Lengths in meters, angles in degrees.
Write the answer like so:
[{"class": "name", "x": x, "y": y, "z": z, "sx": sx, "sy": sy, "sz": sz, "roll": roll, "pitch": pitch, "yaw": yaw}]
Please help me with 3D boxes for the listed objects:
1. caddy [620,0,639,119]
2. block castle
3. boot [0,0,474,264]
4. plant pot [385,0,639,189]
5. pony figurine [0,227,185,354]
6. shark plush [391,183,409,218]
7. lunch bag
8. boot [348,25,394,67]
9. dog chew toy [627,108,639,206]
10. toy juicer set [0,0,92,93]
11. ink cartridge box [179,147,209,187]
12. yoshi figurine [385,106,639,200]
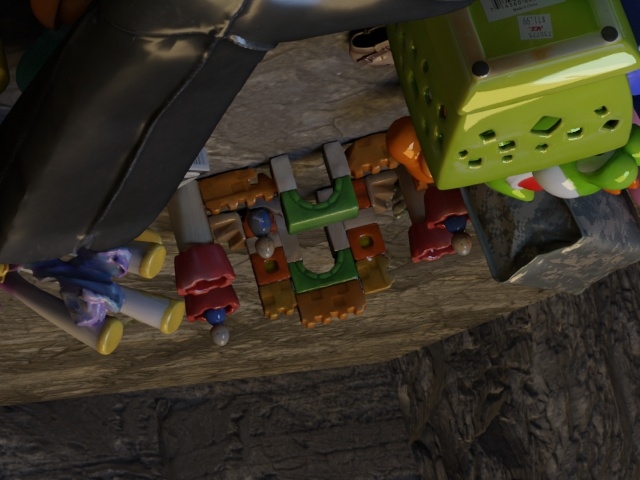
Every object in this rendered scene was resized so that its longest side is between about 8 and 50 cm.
[{"class": "caddy", "x": 0.462, "y": -0.267, "z": 1.643, "sx": 0.341, "sy": 0.179, "sz": 0.241, "roll": -25, "pitch": 139, "yaw": 20}, {"class": "block castle", "x": 0.000, "y": 0.000, "z": 2.151, "sx": 0.453, "sy": 0.213, "sz": 0.303, "roll": -15, "pitch": 167, "yaw": -6}, {"class": "boot", "x": -0.090, "y": -0.144, "z": 1.323, "sx": 0.367, "sy": 0.146, "sz": 0.445, "roll": 2, "pitch": 141, "yaw": -33}, {"class": "plant pot", "x": 0.202, "y": -0.211, "z": 1.505, "sx": 0.228, "sy": 0.227, "sz": 0.207, "roll": -15, "pitch": 160, "yaw": -4}, {"class": "pony figurine", "x": -0.354, "y": 0.008, "z": 1.542, "sx": 0.363, "sy": 0.303, "sz": 0.351, "roll": 20, "pitch": -171, "yaw": 13}, {"class": "shark plush", "x": 0.173, "y": -0.070, "z": 2.387, "sx": 0.073, "sy": 0.067, "sz": 0.161, "roll": -26, "pitch": 164, "yaw": 37}, {"class": "lunch bag", "x": 0.306, "y": -0.084, "z": 2.011, "sx": 0.169, "sy": 0.287, "sz": 0.235, "roll": -31, "pitch": 158, "yaw": 29}, {"class": "boot", "x": 0.092, "y": -0.231, "z": 1.670, "sx": 0.118, "sy": 0.042, "sz": 0.087, "roll": -19, "pitch": 165, "yaw": 11}, {"class": "dog chew toy", "x": 0.502, "y": -0.122, "z": 1.972, "sx": 0.206, "sy": 0.332, "sz": 0.206, "roll": -16, "pitch": 167, "yaw": -4}, {"class": "toy juicer set", "x": -0.205, "y": -0.191, "z": 1.405, "sx": 0.209, "sy": 0.089, "sz": 0.329, "roll": -36, "pitch": 153, "yaw": 20}, {"class": "ink cartridge box", "x": -0.314, "y": -0.057, "z": 1.868, "sx": 0.332, "sy": 0.065, "sz": 0.165, "roll": -25, "pitch": 165, "yaw": 39}, {"class": "yoshi figurine", "x": 0.237, "y": -0.149, "z": 1.743, "sx": 0.203, "sy": 0.204, "sz": 0.362, "roll": 4, "pitch": -175, "yaw": -36}]
